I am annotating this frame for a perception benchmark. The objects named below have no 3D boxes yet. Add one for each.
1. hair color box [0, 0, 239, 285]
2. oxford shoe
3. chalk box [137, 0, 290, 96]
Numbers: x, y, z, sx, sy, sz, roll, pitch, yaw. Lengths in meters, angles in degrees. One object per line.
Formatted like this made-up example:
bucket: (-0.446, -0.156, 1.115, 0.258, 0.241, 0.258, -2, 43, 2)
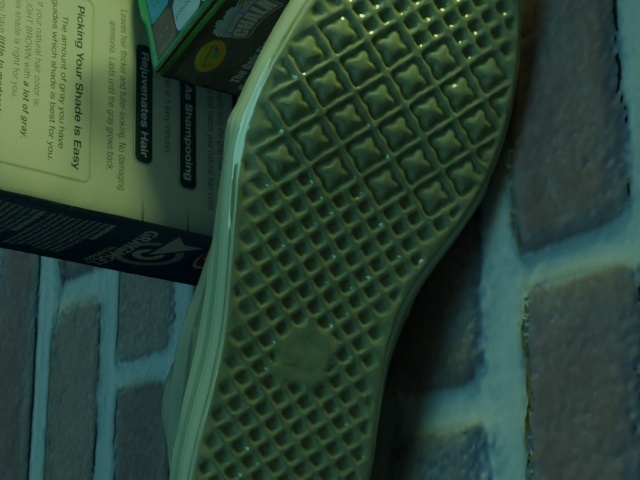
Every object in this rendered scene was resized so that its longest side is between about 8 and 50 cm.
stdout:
hair color box: (-0.166, -0.080, 0.987, 0.105, 0.347, 0.174, -25, 60, 48)
oxford shoe: (0.000, 0.000, 0.916, 0.130, 0.169, 0.449, -138, 64, -75)
chalk box: (-0.041, -0.184, 0.963, 0.132, 0.213, 0.132, -42, 48, 39)
